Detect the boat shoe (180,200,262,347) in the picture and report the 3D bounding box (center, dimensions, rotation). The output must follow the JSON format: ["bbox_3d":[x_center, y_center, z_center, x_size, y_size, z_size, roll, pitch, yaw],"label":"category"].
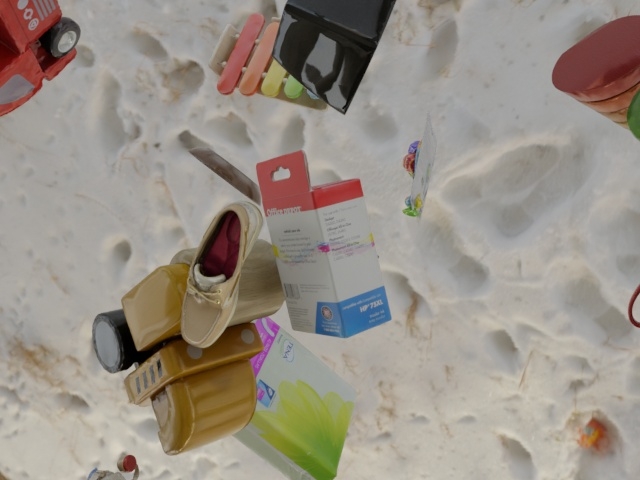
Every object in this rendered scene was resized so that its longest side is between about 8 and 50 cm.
[{"bbox_3d":[-0.116,0.036,0.705,0.063,0.059,0.170,20,95,12],"label":"boat shoe"}]

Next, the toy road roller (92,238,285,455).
[{"bbox_3d":[-0.168,0.165,0.974,0.329,0.202,0.240,-38,71,42],"label":"toy road roller"}]

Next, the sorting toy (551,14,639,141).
[{"bbox_3d":[0.379,-0.113,0.665,0.127,0.365,0.126,-39,122,9],"label":"sorting toy"}]

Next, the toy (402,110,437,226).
[{"bbox_3d":[0.224,-0.168,1.555,0.056,0.237,0.137,4,158,19],"label":"toy"}]

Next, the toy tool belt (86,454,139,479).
[{"bbox_3d":[-0.244,0.274,0.732,0.051,0.083,0.052,-14,119,26],"label":"toy tool belt"}]

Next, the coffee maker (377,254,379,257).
[{"bbox_3d":[0.036,0.079,1.397,0.120,0.171,0.178,32,93,26],"label":"coffee maker"}]

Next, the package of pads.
[{"bbox_3d":[-0.077,0.290,1.243,0.296,0.229,0.101,41,121,-9],"label":"package of pads"}]

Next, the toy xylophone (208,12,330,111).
[{"bbox_3d":[-0.075,-0.400,1.441,0.323,0.081,0.236,11,75,17],"label":"toy xylophone"}]

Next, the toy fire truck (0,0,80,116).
[{"bbox_3d":[-0.163,-0.085,0.235,0.047,0.135,0.192,37,162,3],"label":"toy fire truck"}]

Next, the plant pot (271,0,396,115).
[{"bbox_3d":[0.020,-0.368,1.147,0.167,0.187,0.188,23,150,-5],"label":"plant pot"}]

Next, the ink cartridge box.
[{"bbox_3d":[0.000,0.000,0.846,0.134,0.078,0.231,-3,101,57],"label":"ink cartridge box"}]

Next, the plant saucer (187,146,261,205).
[{"bbox_3d":[-0.200,-0.146,1.438,0.198,0.198,0.036,38,89,7],"label":"plant saucer"}]

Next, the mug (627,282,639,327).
[{"bbox_3d":[0.743,0.123,1.402,0.150,0.113,0.169,-13,102,-6],"label":"mug"}]
